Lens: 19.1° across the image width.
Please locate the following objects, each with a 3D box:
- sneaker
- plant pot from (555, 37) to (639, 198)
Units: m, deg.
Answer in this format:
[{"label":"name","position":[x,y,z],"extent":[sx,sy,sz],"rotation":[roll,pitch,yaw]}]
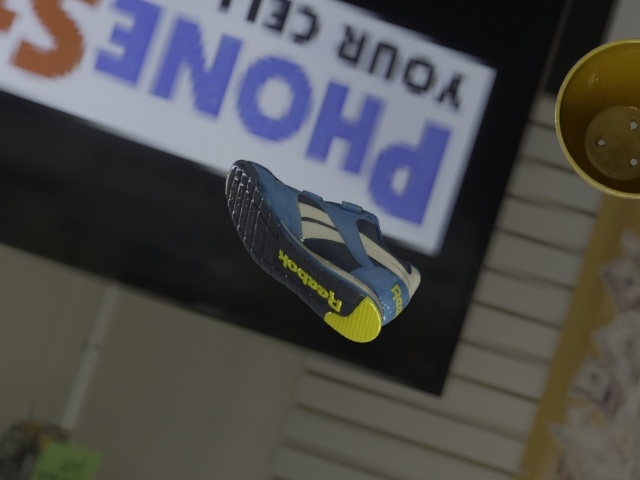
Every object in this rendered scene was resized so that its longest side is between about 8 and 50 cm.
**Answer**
[{"label":"sneaker","position":[0.000,0.000,1.157],"extent":[0.144,0.059,0.053],"rotation":[44,146,20]},{"label":"plant pot","position":[0.259,-0.092,1.601],"extent":[0.134,0.134,0.095],"rotation":[18,170,4]}]
